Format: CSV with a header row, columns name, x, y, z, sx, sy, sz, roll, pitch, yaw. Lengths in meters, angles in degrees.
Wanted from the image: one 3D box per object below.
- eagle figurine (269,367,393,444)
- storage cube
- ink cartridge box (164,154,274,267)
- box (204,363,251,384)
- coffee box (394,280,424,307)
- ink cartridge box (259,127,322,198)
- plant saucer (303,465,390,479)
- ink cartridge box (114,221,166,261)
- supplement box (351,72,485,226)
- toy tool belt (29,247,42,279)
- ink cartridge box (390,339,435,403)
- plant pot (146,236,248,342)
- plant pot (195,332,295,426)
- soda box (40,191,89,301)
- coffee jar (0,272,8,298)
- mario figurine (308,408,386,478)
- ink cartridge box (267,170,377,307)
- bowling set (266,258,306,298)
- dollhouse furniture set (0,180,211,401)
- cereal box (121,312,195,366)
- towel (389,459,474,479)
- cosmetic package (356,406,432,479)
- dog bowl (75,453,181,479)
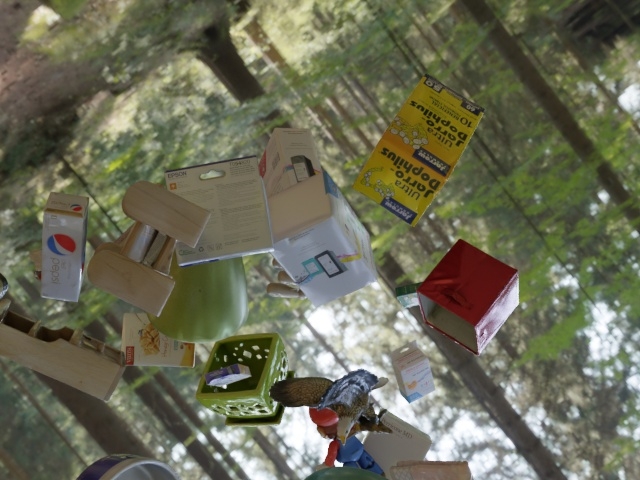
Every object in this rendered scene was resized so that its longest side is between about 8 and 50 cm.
name,x,y,z,sx,sy,sz,roll,pitch,yaw
eagle figurine,0.052,0.406,1.861,0.226,0.298,0.225,-43,-152,4
storage cube,0.387,0.147,1.907,0.193,0.183,0.215,-48,148,-17
ink cartridge box,-0.230,-0.067,1.672,0.223,0.224,0.045,-10,170,-2
box,-0.212,0.308,1.677,0.081,0.028,0.136,-18,164,1
coffee box,0.369,0.186,2.622,0.184,0.040,0.113,-15,148,15
ink cartridge box,-0.087,-0.168,2.303,0.131,0.306,0.226,-4,154,-24
plant saucer,0.087,0.622,1.592,0.317,0.317,0.044,-47,156,-63
ink cartridge box,-0.587,0.021,2.549,0.088,0.193,0.235,-2,-139,53
supplement box,0.261,-0.243,1.917,0.357,0.194,0.195,-56,177,-44
toy tool belt,-0.727,0.060,1.934,0.052,0.083,0.051,-11,-176,17
ink cartridge box,0.295,0.421,2.350,0.104,0.181,0.061,-25,-150,-13
plant pot,-0.312,0.066,1.896,0.275,0.274,0.294,-43,150,-48
plant pot,-0.208,0.434,2.212,0.227,0.207,0.228,-8,-139,24
soda box,-0.491,0.015,1.406,0.069,0.073,0.216,-97,-160,-52
coffee jar,-0.767,0.105,1.596,0.079,0.096,0.184,-51,178,10
mario figurine,0.062,0.614,2.236,0.170,0.321,0.198,-31,175,21
ink cartridge box,0.000,0.000,1.958,0.197,0.270,0.198,-25,-140,15
bowling set,-0.072,0.073,2.529,0.287,0.154,0.200,141,-45,-58
dollhouse furniture set,-0.423,0.055,1.376,0.394,0.256,0.362,-64,-165,-5
cereal box,-0.534,0.329,2.425,0.240,0.173,0.047,2,172,-7
towel,0.315,0.700,1.790,0.053,0.332,0.317,-18,175,-30
cosmetic package,0.188,0.747,2.348,0.366,0.196,0.155,-62,172,-2
dog bowl,-0.413,0.590,1.550,0.104,0.265,0.265,-2,-152,39
